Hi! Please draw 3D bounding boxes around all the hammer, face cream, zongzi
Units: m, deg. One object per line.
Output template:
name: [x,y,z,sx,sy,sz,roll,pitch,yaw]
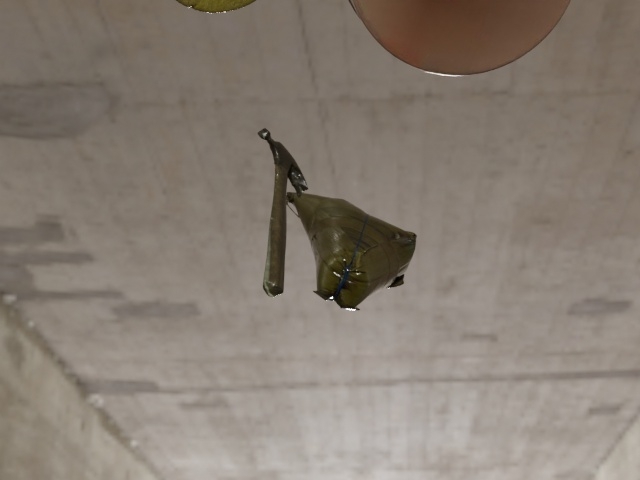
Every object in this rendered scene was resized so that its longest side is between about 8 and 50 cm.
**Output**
hammer: [-0.064,-0.035,1.892,0.027,0.297,0.125,-24,-51,24]
face cream: [0.084,-0.191,0.829,0.149,0.149,0.104,4,23,-8]
zongzi: [0.000,0.000,2.236,0.289,0.123,0.260,29,24,18]

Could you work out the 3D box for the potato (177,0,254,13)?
potato: [-0.165,-0.419,1.756,0.203,0.158,0.178,-27,-48,-23]
